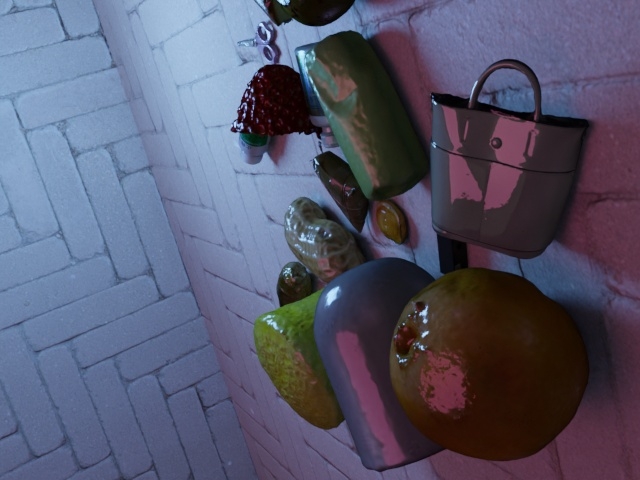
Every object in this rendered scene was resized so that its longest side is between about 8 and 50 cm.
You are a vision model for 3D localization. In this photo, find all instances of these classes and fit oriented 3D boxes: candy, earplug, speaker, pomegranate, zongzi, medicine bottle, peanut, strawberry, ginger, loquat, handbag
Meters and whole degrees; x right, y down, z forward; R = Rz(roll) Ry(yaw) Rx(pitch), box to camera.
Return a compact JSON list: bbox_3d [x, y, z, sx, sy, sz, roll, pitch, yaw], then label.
[{"bbox_3d":[0.091,-0.247,1.350,0.343,0.132,0.142,64,159,4],"label":"candy"},{"bbox_3d":[0.159,0.234,1.420,0.393,0.313,0.313,67,156,5],"label":"earplug"},{"bbox_3d":[0.255,-0.019,1.319,0.046,0.040,0.191,29,136,53],"label":"speaker"},{"bbox_3d":[-0.022,-0.508,1.283,0.179,0.210,0.179,-1,89,30],"label":"pomegranate"},{"bbox_3d":[0.039,-0.121,1.616,0.189,0.081,0.178,40,152,27],"label":"zongzi"},{"bbox_3d":[0.014,-0.324,1.505,0.121,0.083,0.228,19,129,56],"label":"medicine bottle"},{"bbox_3d":[-0.180,-0.316,1.905,0.095,0.095,0.260,57,155,21],"label":"medicine bottle"},{"bbox_3d":[0.000,0.000,1.756,0.325,0.140,0.153,51,141,38],"label":"peanut"},{"bbox_3d":[-0.099,-0.329,1.609,0.234,0.234,0.177,22,116,58],"label":"strawberry"},{"bbox_3d":[-0.080,0.164,2.110,0.263,0.117,0.109,87,-170,-47],"label":"ginger"},{"bbox_3d":[0.278,0.206,1.138,0.328,0.329,0.328,46,149,39],"label":"loquat"},{"bbox_3d":[0.283,-0.136,1.055,0.241,0.109,0.315,17,125,25],"label":"handbag"}]

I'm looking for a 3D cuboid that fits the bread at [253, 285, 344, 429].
[{"bbox_3d":[0.018,0.290,1.758,0.348,0.308,0.348,41,147,34],"label":"bread"}]

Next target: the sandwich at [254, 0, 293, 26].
[{"bbox_3d":[-0.112,-0.601,1.476,0.128,0.122,0.235,37,142,46],"label":"sandwich"}]

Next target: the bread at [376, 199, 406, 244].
[{"bbox_3d":[0.159,-0.040,1.522,0.110,0.024,0.110,45,147,40],"label":"bread"}]

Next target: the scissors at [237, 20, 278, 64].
[{"bbox_3d":[-0.170,-0.523,1.790,0.212,0.021,0.110,26,137,56],"label":"scissors"}]
